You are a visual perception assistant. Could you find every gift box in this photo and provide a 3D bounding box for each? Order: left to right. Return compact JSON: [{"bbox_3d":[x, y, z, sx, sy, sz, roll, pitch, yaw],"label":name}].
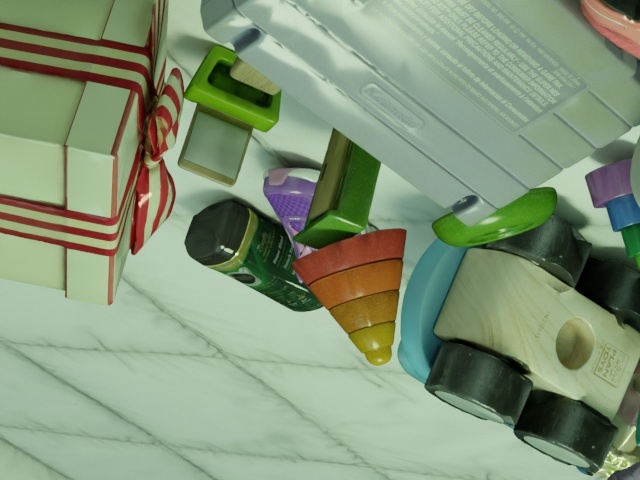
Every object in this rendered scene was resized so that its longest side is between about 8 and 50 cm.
[{"bbox_3d":[-0.257,-0.126,1.571,0.258,0.276,0.255,12,146,1],"label":"gift box"}]

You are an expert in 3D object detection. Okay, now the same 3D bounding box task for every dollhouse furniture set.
[{"bbox_3d":[-0.005,-0.126,1.529,0.198,0.151,0.301,23,158,-15],"label":"dollhouse furniture set"}]

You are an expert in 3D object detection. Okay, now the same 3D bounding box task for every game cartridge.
[{"bbox_3d":[0.103,-0.160,1.380,0.230,0.068,0.355,-35,132,24],"label":"game cartridge"}]

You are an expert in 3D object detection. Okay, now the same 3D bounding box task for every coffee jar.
[{"bbox_3d":[-0.072,0.019,2.029,0.184,0.079,0.096,28,158,-29],"label":"coffee jar"}]

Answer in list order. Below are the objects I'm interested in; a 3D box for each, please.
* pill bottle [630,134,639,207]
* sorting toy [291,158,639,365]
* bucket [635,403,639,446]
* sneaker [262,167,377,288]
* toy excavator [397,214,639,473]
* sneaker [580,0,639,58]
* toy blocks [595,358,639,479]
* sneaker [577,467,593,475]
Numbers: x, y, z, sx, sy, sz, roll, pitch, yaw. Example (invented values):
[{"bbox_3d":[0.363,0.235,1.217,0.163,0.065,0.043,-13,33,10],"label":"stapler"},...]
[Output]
[{"bbox_3d":[0.422,-0.029,1.445,0.283,0.160,0.160,29,156,-28],"label":"pill bottle"},{"bbox_3d":[0.162,0.029,1.624,0.366,0.126,0.127,-16,171,6],"label":"sorting toy"},{"bbox_3d":[0.442,0.125,1.683,0.183,0.281,0.281,17,159,7],"label":"bucket"},{"bbox_3d":[0.000,0.000,1.900,0.095,0.104,0.236,6,155,29],"label":"sneaker"},{"bbox_3d":[0.211,0.124,1.974,0.433,0.222,0.445,31,168,-33],"label":"toy excavator"},{"bbox_3d":[0.346,-0.165,1.279,0.314,0.116,0.136,21,169,7],"label":"sneaker"},{"bbox_3d":[0.480,0.220,1.903,0.289,0.309,0.260,28,115,-8],"label":"toy blocks"},{"bbox_3d":[0.400,0.262,2.223,0.217,0.121,0.079,2,155,33],"label":"sneaker"}]
